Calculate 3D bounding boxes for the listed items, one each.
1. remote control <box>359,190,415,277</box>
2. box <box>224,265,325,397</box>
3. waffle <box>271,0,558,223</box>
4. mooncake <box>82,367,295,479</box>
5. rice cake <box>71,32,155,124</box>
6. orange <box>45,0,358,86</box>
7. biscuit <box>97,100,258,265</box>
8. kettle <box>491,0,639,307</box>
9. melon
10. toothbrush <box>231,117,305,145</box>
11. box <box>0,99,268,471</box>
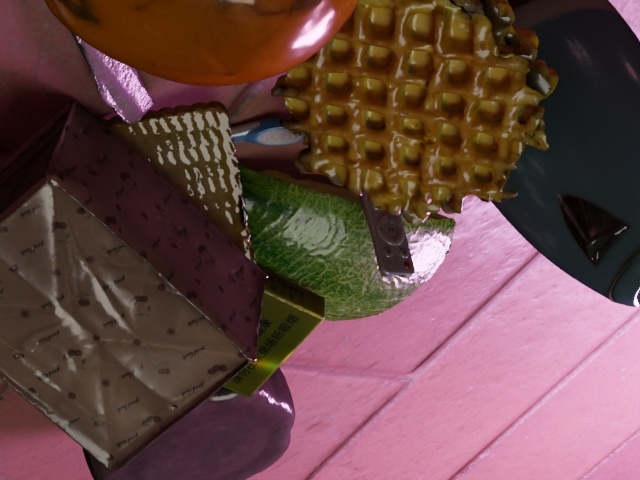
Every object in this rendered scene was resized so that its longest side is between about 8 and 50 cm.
[{"bbox_3d":[0.067,-0.040,1.921,0.050,0.184,0.027,4,153,-36],"label":"remote control"},{"bbox_3d":[-0.170,0.067,1.942,0.311,0.043,0.173,27,127,-21],"label":"box"},{"bbox_3d":[0.103,-0.157,1.749,0.329,0.062,0.329,9,127,12],"label":"waffle"},{"bbox_3d":[-0.182,0.224,2.179,0.306,0.154,0.306,-17,146,-11],"label":"mooncake"},{"bbox_3d":[-0.214,-0.184,1.665,0.047,0.036,0.206,-26,147,-4],"label":"rice cake"},{"bbox_3d":[-0.098,-0.277,1.355,0.312,0.312,0.312,-16,147,-11],"label":"orange"},{"bbox_3d":[-0.165,-0.028,1.824,0.172,0.029,0.254,-10,120,-3],"label":"biscuit"},{"bbox_3d":[0.339,-0.077,1.873,0.320,0.342,0.247,-2,141,-44],"label":"kettle"},{"bbox_3d":[0.000,0.000,1.992,0.323,0.124,0.196,15,127,-46],"label":"melon"},{"bbox_3d":[-0.057,-0.118,1.860,0.386,0.040,0.040,-13,147,-16],"label":"toothbrush"},{"bbox_3d":[-0.235,0.050,1.736,0.225,0.190,0.297,-39,112,21],"label":"box"}]
